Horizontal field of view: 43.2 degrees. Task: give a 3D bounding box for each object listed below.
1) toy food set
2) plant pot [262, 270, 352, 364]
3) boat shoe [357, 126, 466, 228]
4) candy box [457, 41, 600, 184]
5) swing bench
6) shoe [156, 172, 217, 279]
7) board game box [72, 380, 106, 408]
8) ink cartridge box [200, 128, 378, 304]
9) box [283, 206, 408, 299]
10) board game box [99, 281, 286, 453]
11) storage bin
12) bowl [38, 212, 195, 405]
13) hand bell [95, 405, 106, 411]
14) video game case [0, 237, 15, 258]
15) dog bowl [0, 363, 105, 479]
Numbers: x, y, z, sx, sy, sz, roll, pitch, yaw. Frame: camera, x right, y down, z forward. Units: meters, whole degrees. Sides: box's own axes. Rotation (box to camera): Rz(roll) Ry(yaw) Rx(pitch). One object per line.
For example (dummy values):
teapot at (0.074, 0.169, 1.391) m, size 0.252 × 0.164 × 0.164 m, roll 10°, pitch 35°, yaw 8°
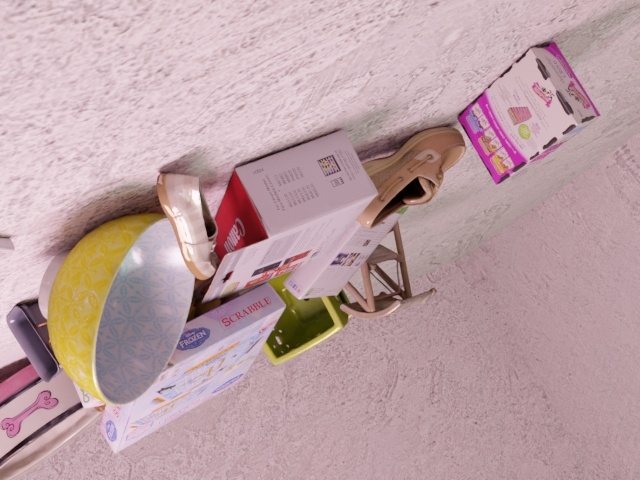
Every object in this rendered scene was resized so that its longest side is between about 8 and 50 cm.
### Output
toy food set at (-0.223, 0.148, 1.556) m, size 0.306 × 0.092 × 0.220 m, roll -38°, pitch 164°, yaw -30°
plant pot at (-0.053, 0.166, 2.137) m, size 0.227 × 0.228 × 0.207 m, roll -31°, pitch 176°, yaw 19°
boat shoe at (0.172, -0.112, 1.526) m, size 0.341 × 0.110 × 0.122 m, roll -29°, pitch 151°, yaw -34°
candy box at (0.371, -0.225, 1.468) m, size 0.071 × 0.159 × 0.233 m, roll -22°, pitch 169°, yaw -32°
swing bench at (0.140, 0.081, 2.088) m, size 0.165 × 0.255 × 0.253 m, roll -32°, pitch 168°, yaw 26°
shoe at (-0.179, -0.017, 1.174) m, size 0.058 × 0.077 × 0.219 m, roll -12°, pitch 142°, yaw 1°
board game box at (-0.415, 0.223, 1.609) m, size 0.053 × 0.193 × 0.305 m, roll -29°, pitch 169°, yaw 8°
ink cartridge box at (-0.088, -0.029, 1.373) m, size 0.271 × 0.130 × 0.309 m, roll -23°, pitch 168°, yaw -23°
box at (0.075, -0.011, 1.753) m, size 0.322 × 0.058 × 0.232 m, roll -50°, pitch 163°, yaw 12°
board game box at (-0.245, 0.241, 1.519) m, size 0.318 × 0.066 × 0.318 m, roll -25°, pitch 158°, yaw -35°
storage bin at (-0.460, 0.158, 1.396) m, size 0.091 × 0.135 × 0.098 m, roll -32°, pitch 176°, yaw -44°
bowl at (-0.321, 0.085, 1.208) m, size 0.156 × 0.290 × 0.289 m, roll 14°, pitch 179°, yaw 16°
hand bell at (-0.418, 0.284, 1.784) m, size 0.126 × 0.126 × 0.242 m, roll -38°, pitch -166°, yaw 46°
video game case at (-0.504, 0.039, 0.999) m, size 0.173 × 0.022 × 0.190 m, roll -29°, pitch 169°, yaw 11°
dog bowl at (-0.649, 0.401, 1.833) m, size 0.408 × 0.150 × 0.408 m, roll -37°, pitch 173°, yaw -5°
